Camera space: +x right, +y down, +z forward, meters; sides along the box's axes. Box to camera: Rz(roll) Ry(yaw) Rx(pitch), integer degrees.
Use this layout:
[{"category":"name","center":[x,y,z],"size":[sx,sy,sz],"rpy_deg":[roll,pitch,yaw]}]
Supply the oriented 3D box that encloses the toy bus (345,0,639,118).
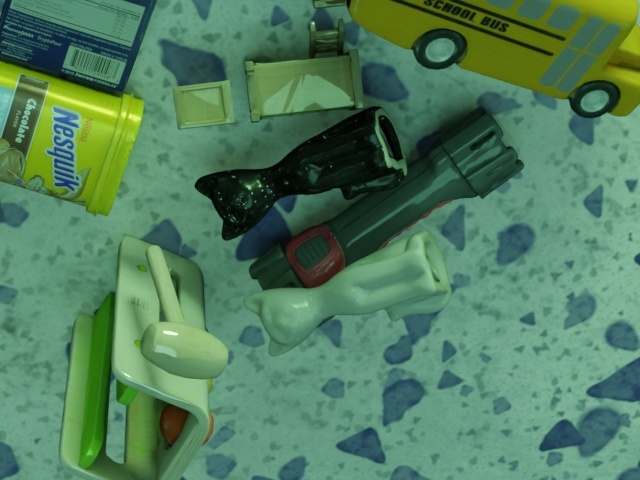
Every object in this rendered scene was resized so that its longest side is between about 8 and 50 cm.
[{"category":"toy bus","center":[0.179,-0.226,1.298],"size":[0.333,0.108,0.130],"rpy_deg":[14,133,-23]}]

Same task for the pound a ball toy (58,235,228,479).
[{"category":"pound a ball toy","center":[-0.150,0.108,1.355],"size":[0.136,0.319,0.208],"rpy_deg":[25,112,-19]}]

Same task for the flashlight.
[{"category":"flashlight","center":[0.072,-0.018,1.446],"size":[0.304,0.103,0.103],"rpy_deg":[-35,109,7]}]

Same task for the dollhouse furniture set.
[{"category":"dollhouse furniture set","center":[-0.059,-0.199,1.351],"size":[0.182,0.101,0.161],"rpy_deg":[-7,94,-3]}]

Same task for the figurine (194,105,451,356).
[{"category":"figurine","center":[0.000,0.000,1.366],"size":[0.209,0.092,0.215],"rpy_deg":[-19,95,17]}]

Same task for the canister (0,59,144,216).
[{"category":"canister","center":[-0.277,-0.106,1.366],"size":[0.170,0.073,0.126],"rpy_deg":[17,116,-13]}]

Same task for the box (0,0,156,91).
[{"category":"box","center":[-0.217,-0.254,1.289],"size":[0.136,0.036,0.225],"rpy_deg":[17,129,-15]}]
